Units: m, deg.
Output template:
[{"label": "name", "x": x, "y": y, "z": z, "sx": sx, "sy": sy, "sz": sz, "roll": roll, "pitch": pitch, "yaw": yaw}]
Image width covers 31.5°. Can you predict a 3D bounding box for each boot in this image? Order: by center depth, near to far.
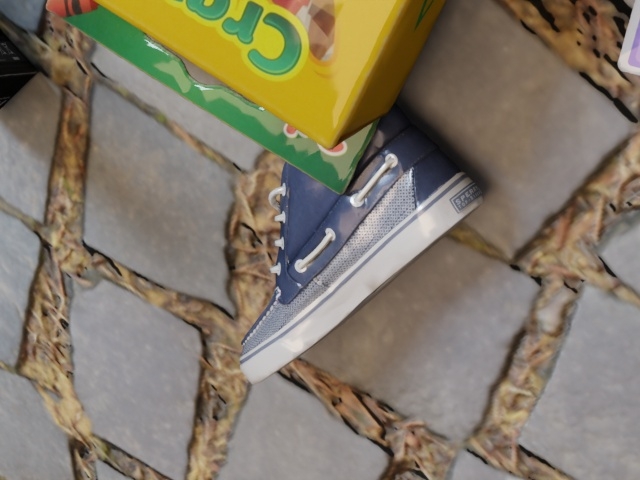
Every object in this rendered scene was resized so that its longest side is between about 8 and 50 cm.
[{"label": "boot", "x": 0.000, "y": 0.000, "z": 0.633, "sx": 0.086, "sy": 0.069, "sz": 0.190, "roll": 51, "pitch": 122, "yaw": 5}]

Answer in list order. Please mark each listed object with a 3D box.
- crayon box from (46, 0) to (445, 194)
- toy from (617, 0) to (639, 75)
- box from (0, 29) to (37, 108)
[{"label": "crayon box", "x": -0.018, "y": -0.185, "z": 0.490, "sx": 0.202, "sy": 0.081, "sz": 0.319, "roll": 32, "pitch": 120, "yaw": 11}, {"label": "toy", "x": 0.203, "y": -0.150, "z": 0.425, "sx": 0.136, "sy": 0.056, "sz": 0.237, "roll": 20, "pitch": 125, "yaw": 19}, {"label": "box", "x": -0.287, "y": -0.143, "z": 0.587, "sx": 0.060, "sy": 0.270, "sz": 0.216, "roll": -42, "pitch": 92, "yaw": 13}]
